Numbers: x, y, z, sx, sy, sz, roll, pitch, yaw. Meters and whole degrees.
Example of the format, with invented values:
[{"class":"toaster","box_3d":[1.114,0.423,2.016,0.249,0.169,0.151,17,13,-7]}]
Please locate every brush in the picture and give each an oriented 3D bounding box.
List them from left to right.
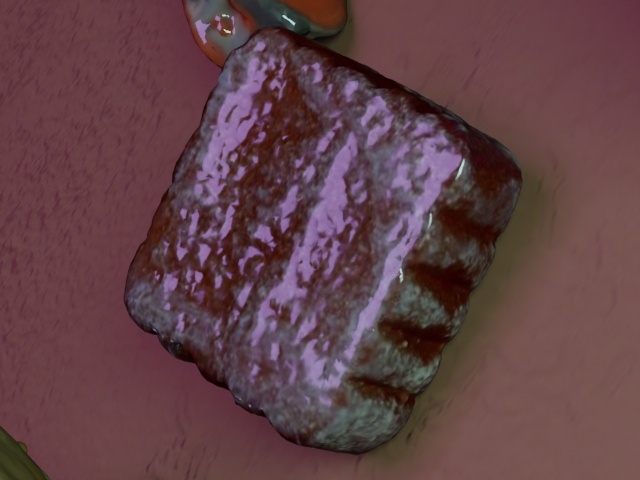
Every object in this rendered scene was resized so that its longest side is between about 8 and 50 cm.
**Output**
[{"class":"brush","box_3d":[-0.036,-0.145,0.898,0.051,0.070,0.323,-46,39,34]}]

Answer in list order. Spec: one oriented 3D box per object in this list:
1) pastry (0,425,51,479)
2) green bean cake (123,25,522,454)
[{"class":"pastry","box_3d":[-0.207,0.241,0.702,0.409,0.245,0.409,-28,50,39]},{"class":"green bean cake","box_3d":[0.000,0.000,0.736,0.136,0.056,0.135,33,98,39]}]
